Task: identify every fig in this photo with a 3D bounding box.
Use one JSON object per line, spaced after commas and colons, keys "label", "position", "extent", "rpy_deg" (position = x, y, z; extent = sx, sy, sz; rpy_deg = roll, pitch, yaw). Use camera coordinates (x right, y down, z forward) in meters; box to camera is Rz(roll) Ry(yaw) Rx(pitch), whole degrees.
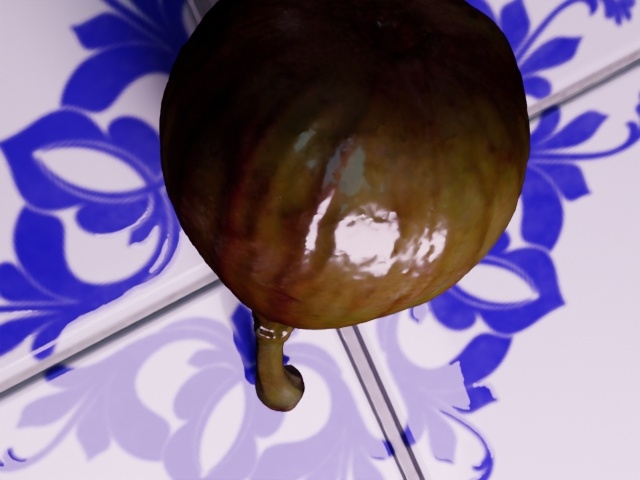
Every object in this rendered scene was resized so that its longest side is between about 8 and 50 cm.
{"label": "fig", "position": [0.000, 0.000, 1.048], "extent": [0.217, 0.217, 0.321], "rpy_deg": [-3, 131, -19]}
